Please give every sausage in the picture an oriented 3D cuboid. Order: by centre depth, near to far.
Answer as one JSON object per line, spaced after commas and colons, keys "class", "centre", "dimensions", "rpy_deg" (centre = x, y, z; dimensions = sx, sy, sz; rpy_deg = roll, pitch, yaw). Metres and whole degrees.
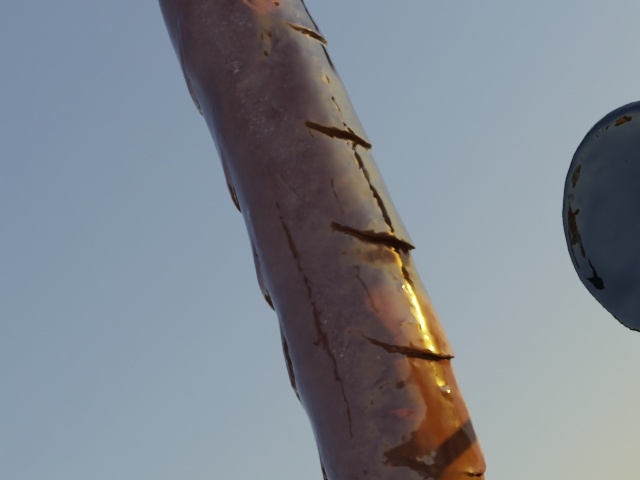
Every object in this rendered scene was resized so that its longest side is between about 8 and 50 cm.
{"class": "sausage", "centre": [0.001, -0.001, 0.953], "dimensions": [0.088, 0.433, 0.088], "rpy_deg": [-18, -19, -6]}

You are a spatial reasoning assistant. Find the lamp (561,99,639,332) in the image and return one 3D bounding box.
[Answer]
{"class": "lamp", "centre": [0.234, -0.073, 0.930], "dimensions": [0.371, 0.108, 0.130], "rpy_deg": [-40, -7, -47]}
